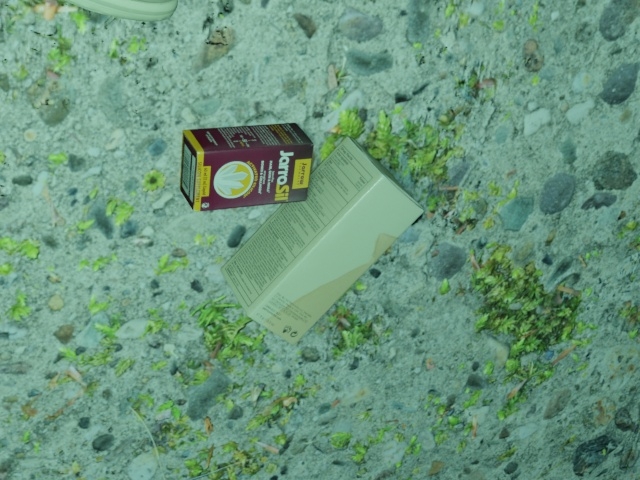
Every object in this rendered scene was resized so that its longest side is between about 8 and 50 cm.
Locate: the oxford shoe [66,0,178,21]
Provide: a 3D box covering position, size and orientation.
[{"bbox_3d":[-0.360,-0.394,1.303,0.449,0.169,0.130,22,108,-30],"label":"oxford shoe"}]

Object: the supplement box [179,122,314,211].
[{"bbox_3d":[-0.114,-0.114,1.652,0.188,0.081,0.104,-6,123,-22],"label":"supplement box"}]

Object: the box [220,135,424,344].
[{"bbox_3d":[0.000,0.000,1.743,0.311,0.148,0.121,-45,130,9],"label":"box"}]
